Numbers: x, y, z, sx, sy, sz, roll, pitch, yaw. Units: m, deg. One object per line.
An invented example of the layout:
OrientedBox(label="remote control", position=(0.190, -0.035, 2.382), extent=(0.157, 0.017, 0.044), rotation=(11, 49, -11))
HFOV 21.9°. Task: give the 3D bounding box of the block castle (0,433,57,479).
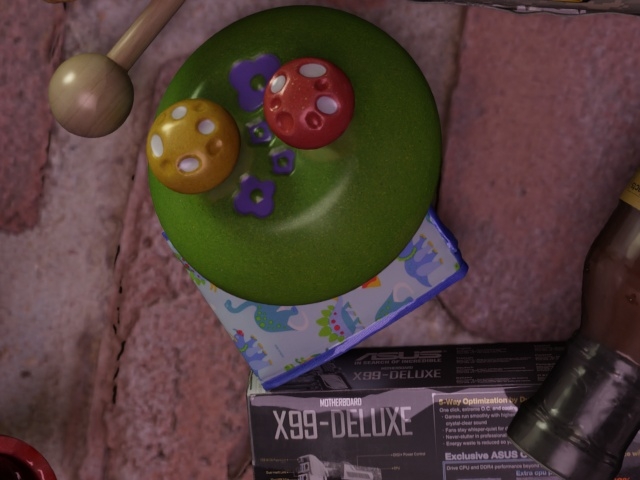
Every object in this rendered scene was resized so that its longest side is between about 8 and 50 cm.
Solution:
OrientedBox(label="block castle", position=(-0.394, 0.081, 0.983), extent=(0.303, 0.213, 0.453), rotation=(-40, 105, -18))

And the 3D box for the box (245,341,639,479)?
OrientedBox(label="box", position=(0.111, 0.193, 1.117), extent=(0.307, 0.076, 0.242), rotation=(-3, 109, 6))

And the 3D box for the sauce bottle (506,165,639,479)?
OrientedBox(label="sauce bottle", position=(0.232, -0.008, 0.985), extent=(0.111, 0.111, 0.344), rotation=(31, 98, -6))

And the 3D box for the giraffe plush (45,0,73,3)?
OrientedBox(label="giraffe plush", position=(-0.176, -0.226, 0.946), extent=(0.210, 0.170, 0.181), rotation=(33, 109, -6))

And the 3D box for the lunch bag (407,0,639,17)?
OrientedBox(label="lunch bag", position=(0.133, -0.241, 0.913), extent=(0.235, 0.169, 0.287), rotation=(3, 130, 2))

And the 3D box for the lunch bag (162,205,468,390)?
OrientedBox(label="lunch bag", position=(0.000, 0.000, 1.050), extent=(0.151, 0.096, 0.129), rotation=(-28, 104, 24))

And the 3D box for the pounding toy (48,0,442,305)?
OrientedBox(label="pounding toy", position=(-0.049, -0.077, 0.953), extent=(0.237, 0.110, 0.183), rotation=(43, 94, 20))
